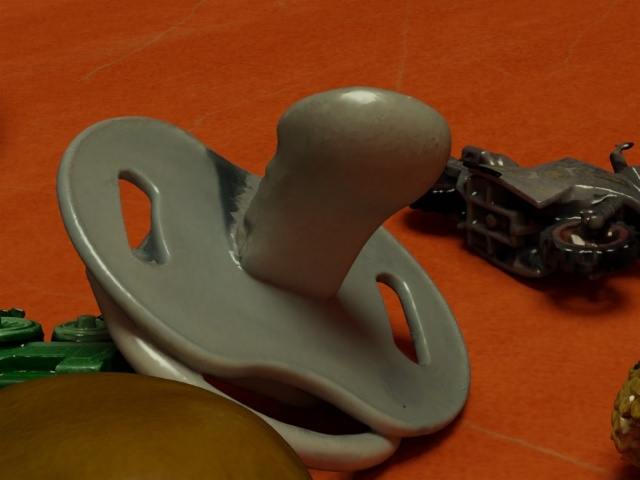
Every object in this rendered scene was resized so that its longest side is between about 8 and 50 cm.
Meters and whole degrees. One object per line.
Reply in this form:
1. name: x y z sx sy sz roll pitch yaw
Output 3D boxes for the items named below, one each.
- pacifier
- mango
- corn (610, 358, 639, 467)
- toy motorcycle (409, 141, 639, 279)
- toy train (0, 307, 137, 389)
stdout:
1. pacifier: 0.000 0.000 1.024 0.279 0.207 0.227 22 31 -30
2. mango: -0.089 0.131 0.847 0.176 0.139 0.254 0 17 -17
3. corn: 0.276 0.040 1.057 0.293 0.106 0.106 -34 40 -32
4. toy motorcycle: 0.153 -0.029 1.278 0.122 0.080 0.215 -16 25 -32
5. toy train: -0.186 0.080 1.019 0.178 0.071 0.104 1 10 8
